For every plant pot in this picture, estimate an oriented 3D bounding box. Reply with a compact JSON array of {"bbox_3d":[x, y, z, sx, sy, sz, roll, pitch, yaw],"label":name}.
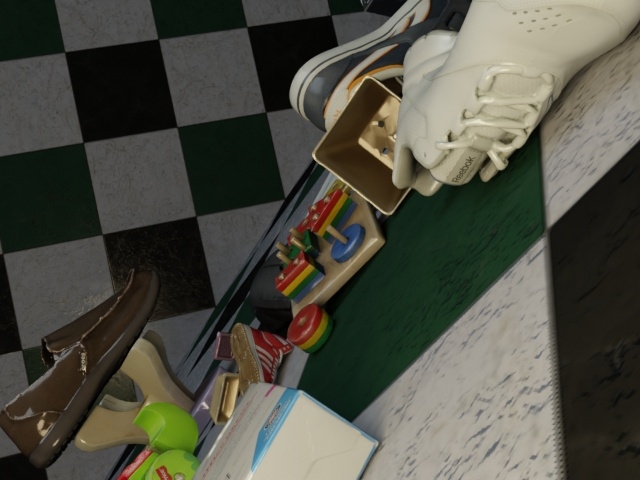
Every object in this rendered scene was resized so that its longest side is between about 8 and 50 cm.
[{"bbox_3d":[0.074,-0.110,0.824,0.109,0.109,0.096,-54,-5,22],"label":"plant pot"}]

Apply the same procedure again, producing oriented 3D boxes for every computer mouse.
[{"bbox_3d":[-0.036,0.040,1.001,0.189,0.072,0.272,-61,8,-26],"label":"computer mouse"}]

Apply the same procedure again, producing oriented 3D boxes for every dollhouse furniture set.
[{"bbox_3d":[-0.082,0.181,0.942,0.081,0.091,0.114,5,81,37],"label":"dollhouse furniture set"}]

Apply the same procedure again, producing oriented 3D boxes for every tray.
[{"bbox_3d":[0.022,-0.094,1.391,0.145,0.030,0.270,-48,11,46],"label":"tray"}]

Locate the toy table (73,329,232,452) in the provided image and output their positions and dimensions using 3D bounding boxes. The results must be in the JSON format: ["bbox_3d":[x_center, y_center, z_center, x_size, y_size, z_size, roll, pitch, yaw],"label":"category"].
[{"bbox_3d":[-0.276,0.273,1.240,0.274,0.160,0.252,-54,7,27],"label":"toy table"}]

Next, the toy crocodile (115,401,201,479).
[{"bbox_3d":[-0.224,0.332,0.831,0.115,0.105,0.341,-50,10,46],"label":"toy crocodile"}]

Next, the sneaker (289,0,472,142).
[{"bbox_3d":[0.124,-0.225,0.962,0.321,0.127,0.126,-36,-35,-16],"label":"sneaker"}]

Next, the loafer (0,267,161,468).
[{"bbox_3d":[-0.380,0.173,1.192,0.134,0.130,0.366,-50,9,52],"label":"loafer"}]

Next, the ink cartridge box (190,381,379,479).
[{"bbox_3d":[-0.036,0.157,0.505,0.104,0.061,0.181,-58,7,-14],"label":"ink cartridge box"}]

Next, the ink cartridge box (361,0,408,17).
[{"bbox_3d":[0.209,-0.475,1.336,0.206,0.208,0.045,-49,46,52],"label":"ink cartridge box"}]

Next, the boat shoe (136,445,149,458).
[{"bbox_3d":[-0.315,0.412,1.336,0.135,0.045,0.050,-58,-3,-35],"label":"boat shoe"}]

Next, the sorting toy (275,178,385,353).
[{"bbox_3d":[0.000,0.000,0.837,0.132,0.046,0.274,-45,23,16],"label":"sorting toy"}]

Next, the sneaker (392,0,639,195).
[{"bbox_3d":[0.128,-0.106,0.525,0.297,0.111,0.129,136,150,-77],"label":"sneaker"}]

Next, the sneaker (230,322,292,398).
[{"bbox_3d":[-0.060,0.147,0.851,0.042,0.067,0.118,-50,39,29],"label":"sneaker"}]
